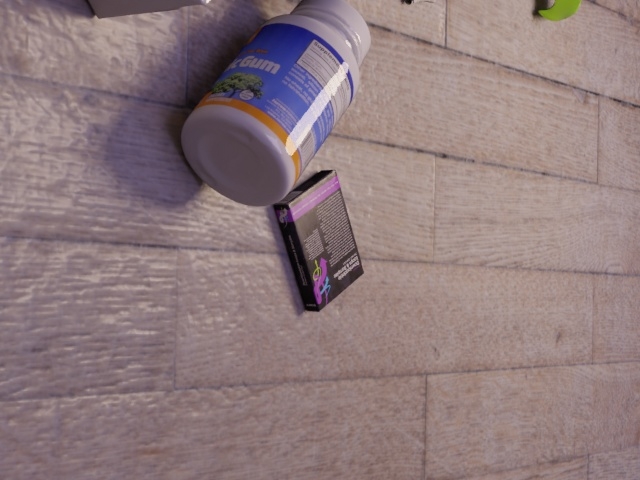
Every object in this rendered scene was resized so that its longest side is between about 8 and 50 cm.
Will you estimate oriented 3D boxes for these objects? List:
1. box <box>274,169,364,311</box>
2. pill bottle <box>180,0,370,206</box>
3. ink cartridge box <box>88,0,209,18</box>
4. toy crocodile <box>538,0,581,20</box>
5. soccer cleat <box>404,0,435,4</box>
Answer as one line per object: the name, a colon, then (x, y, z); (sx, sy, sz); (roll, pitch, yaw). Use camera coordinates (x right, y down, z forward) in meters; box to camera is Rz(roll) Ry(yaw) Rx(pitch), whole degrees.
box: (0.000, 0.000, 1.799); (0.116, 0.029, 0.162); (-37, 118, -45)
pill bottle: (-0.044, -0.183, 1.640); (0.272, 0.152, 0.152); (-58, 132, -36)
ink cartridge box: (-0.191, -0.385, 1.432); (0.171, 0.168, 0.233); (-53, 129, -38)
toy crocodile: (0.387, -0.541, 2.257); (0.115, 0.105, 0.340); (-78, 150, -63)
soccer cleat: (0.142, -0.367, 1.990); (0.083, 0.029, 0.036); (19, 83, -48)
